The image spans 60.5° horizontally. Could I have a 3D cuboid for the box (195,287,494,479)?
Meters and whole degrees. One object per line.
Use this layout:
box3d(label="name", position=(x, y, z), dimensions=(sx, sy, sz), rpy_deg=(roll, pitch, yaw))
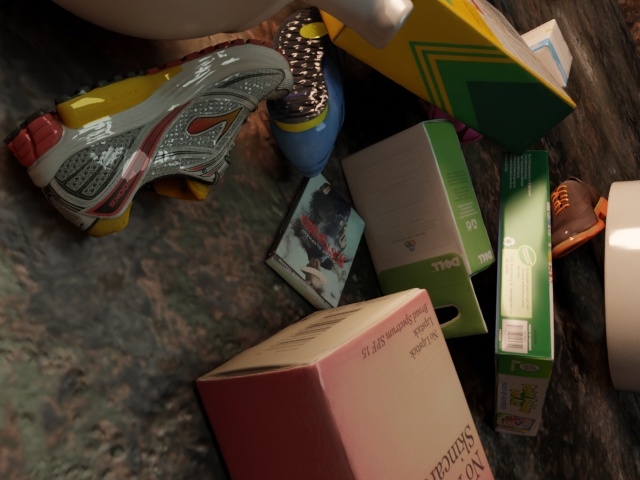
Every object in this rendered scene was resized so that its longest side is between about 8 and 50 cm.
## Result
box3d(label="box", position=(0.034, 0.173, 0.408), dimensions=(0.149, 0.127, 0.232), rpy_deg=(-23, 93, -50))

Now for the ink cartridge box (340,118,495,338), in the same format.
box3d(label="ink cartridge box", position=(0.107, -0.006, 0.567), dimensions=(0.062, 0.109, 0.209), rpy_deg=(-16, 88, -48))

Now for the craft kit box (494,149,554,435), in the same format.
box3d(label="craft kit box", position=(0.232, 0.069, 0.641), dimensions=(0.246, 0.061, 0.249), rpy_deg=(69, 29, -54))

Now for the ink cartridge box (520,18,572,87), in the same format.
box3d(label="ink cartridge box", position=(0.410, -0.339, 1.035), dimensions=(0.090, 0.092, 0.143), rpy_deg=(53, 45, -20))

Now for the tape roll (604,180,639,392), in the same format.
box3d(label="tape roll", position=(0.581, 0.083, 1.012), dimensions=(0.392, 0.072, 0.392), rpy_deg=(3, 87, -58))

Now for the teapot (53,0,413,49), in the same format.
box3d(label="teapot", position=(-0.074, -0.236, 0.365), dimensions=(0.187, 0.253, 0.256), rpy_deg=(20, 69, -47))

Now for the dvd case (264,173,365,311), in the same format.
box3d(label="dvd case", position=(0.000, 0.000, 0.520), dimensions=(0.087, 0.013, 0.119), rpy_deg=(46, 48, -27))

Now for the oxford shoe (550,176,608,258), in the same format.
box3d(label="oxford shoe", position=(0.439, -0.045, 0.977), dimensions=(0.098, 0.097, 0.271), rpy_deg=(52, 35, 5))

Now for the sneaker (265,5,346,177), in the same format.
box3d(label="sneaker", position=(-0.008, -0.152, 0.540), dimensions=(0.082, 0.069, 0.209), rpy_deg=(73, 19, -51))

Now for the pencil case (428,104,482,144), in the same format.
box3d(label="pencil case", position=(0.207, -0.236, 0.778), dimensions=(0.098, 0.095, 0.209), rpy_deg=(73, 28, -50))

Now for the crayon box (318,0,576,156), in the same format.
box3d(label="crayon box", position=(0.097, -0.231, 0.556), dimensions=(0.323, 0.083, 0.203), rpy_deg=(20, 40, -34))

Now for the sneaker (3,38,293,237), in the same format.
box3d(label="sneaker", position=(-0.099, -0.078, 0.397), dimensions=(0.225, 0.088, 0.092), rpy_deg=(-39, 111, -38))
